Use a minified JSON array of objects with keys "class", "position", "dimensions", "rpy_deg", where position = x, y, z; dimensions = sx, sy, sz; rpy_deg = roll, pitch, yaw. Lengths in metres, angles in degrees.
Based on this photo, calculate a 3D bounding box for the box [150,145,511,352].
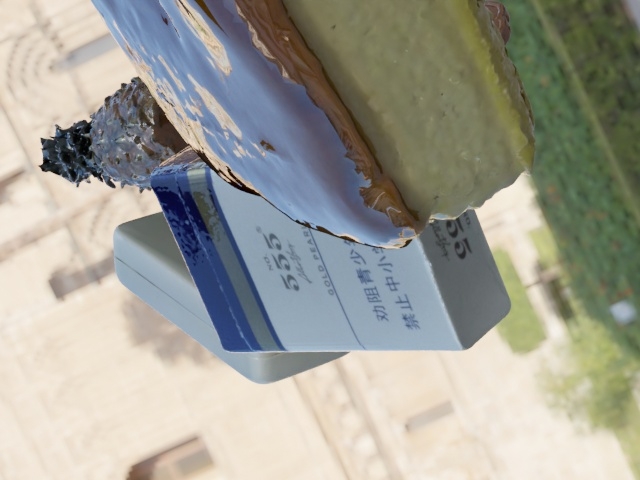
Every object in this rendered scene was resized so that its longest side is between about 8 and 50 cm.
[{"class":"box","position":[0.000,0.000,1.164],"dimensions":[0.071,0.259,0.168],"rpy_deg":[-36,-68,-38]}]

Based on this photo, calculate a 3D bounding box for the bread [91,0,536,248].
[{"class":"bread","position":[-0.051,-0.176,0.923],"dimensions":[0.333,0.143,0.323],"rpy_deg":[60,166,-25]}]

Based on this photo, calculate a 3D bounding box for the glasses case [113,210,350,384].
[{"class":"glasses case","position":[-0.099,0.050,1.726],"dimensions":[0.313,0.131,0.070],"rpy_deg":[32,131,48]}]

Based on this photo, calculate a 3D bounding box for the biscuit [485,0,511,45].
[{"class":"biscuit","position":[0.118,-0.160,1.379],"dimensions":[0.019,0.102,0.130],"rpy_deg":[47,-136,-31]}]

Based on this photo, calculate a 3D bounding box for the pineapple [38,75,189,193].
[{"class":"pineapple","position":[-0.261,-0.130,2.047],"dimensions":[0.158,0.279,0.157],"rpy_deg":[17,-111,-51]}]
